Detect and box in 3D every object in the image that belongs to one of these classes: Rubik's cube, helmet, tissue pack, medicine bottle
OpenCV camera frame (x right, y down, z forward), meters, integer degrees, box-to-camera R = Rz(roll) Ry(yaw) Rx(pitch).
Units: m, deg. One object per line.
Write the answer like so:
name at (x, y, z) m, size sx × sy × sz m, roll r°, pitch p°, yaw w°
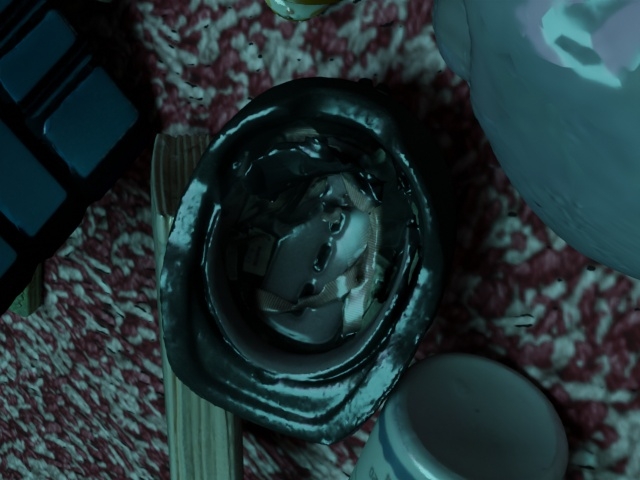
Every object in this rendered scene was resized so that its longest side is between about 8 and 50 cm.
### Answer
Rubik's cube at (-0.379, -0.113, 1.000) m, size 0.293 × 0.283 × 0.288 m, roll 17°, pitch 151°, yaw 46°
helmet at (0.000, 0.000, 0.807) m, size 0.198 × 0.154 × 0.253 m, roll 20°, pitch 123°, yaw 10°
tissue pack at (-0.107, 0.085, 0.987) m, size 0.170 × 0.071 × 0.325 m, roll -101°, pitch 11°, yaw -62°
medicine bottle at (0.082, 0.208, 0.846) m, size 0.139 × 0.139 × 0.237 m, roll 43°, pitch 134°, yaw 24°

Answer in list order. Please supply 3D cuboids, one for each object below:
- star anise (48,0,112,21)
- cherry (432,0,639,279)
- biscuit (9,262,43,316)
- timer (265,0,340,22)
star anise at (-0.252, -0.304, 0.972) m, size 0.236 × 0.093 × 0.229 m, roll 51°, pitch 153°, yaw 22°
cherry at (0.205, -0.093, 0.440) m, size 0.326 × 0.291 × 0.335 m, roll -16°, pitch 116°, yaw 51°
biscuit at (-0.419, 0.003, 1.327) m, size 0.199 × 0.040 × 0.121 m, roll 25°, pitch 130°, yaw 18°
timer at (-0.011, -0.201, 0.771) m, size 0.132 × 0.132 × 0.152 m, roll 53°, pitch 162°, yaw 13°
